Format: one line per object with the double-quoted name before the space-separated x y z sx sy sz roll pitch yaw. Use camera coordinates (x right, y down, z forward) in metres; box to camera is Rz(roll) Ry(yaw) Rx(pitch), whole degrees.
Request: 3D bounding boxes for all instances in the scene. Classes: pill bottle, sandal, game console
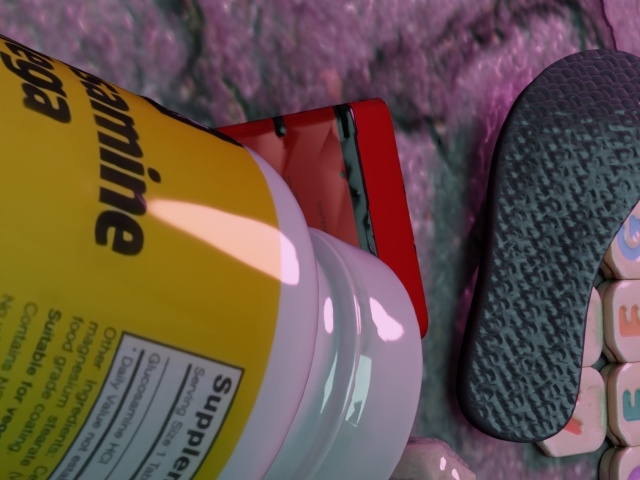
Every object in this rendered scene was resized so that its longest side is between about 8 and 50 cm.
"pill bottle" -0.125 0.021 0.507 0.334 0.188 0.187 22 73 -38
"sandal" 0.138 -0.002 0.821 0.097 0.054 0.254 21 82 -3
"game console" 0.000 0.000 0.731 0.124 0.085 0.144 -12 95 -10

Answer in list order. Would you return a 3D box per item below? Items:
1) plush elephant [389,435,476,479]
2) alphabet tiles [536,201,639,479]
"plush elephant" 0.104 0.285 0.639 0.330 0.255 0.271 -46 116 -33
"alphabet tiles" 0.243 0.055 0.932 0.278 0.021 0.284 1 87 -40
